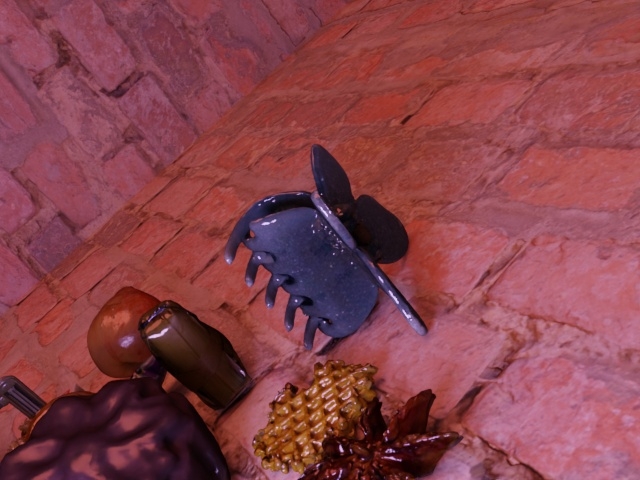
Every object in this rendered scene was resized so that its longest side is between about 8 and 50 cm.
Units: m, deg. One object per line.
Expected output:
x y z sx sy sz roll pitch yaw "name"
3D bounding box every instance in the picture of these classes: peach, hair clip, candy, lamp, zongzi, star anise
-0.467 0.214 2.004 0.232 0.232 0.233 -31 24 16 "peach"
0.004 0.031 1.540 0.238 0.318 0.392 -34 25 17 "hair clip"
-0.388 0.330 1.780 0.275 0.070 0.145 -60 1 -14 "candy"
-0.773 0.506 2.032 0.124 0.203 0.283 -20 49 23 "lamp"
-0.280 0.199 1.706 0.123 0.260 0.289 -43 25 -2 "zongzi"
0.077 0.322 1.173 0.288 0.088 0.288 -28 28 17 "star anise"

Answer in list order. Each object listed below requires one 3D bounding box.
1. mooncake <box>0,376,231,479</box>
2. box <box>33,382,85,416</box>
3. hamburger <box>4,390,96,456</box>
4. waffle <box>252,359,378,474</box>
-0.354 0.403 1.379 0.380 0.212 0.351 -23 33 -1 "mooncake"
-0.610 0.459 1.932 0.135 0.079 0.269 -37 23 3 "box"
-0.471 0.422 1.594 0.285 0.243 0.146 -15 -12 -23 "hamburger"
-0.013 0.297 1.401 0.228 0.051 0.232 -7 39 46 "waffle"
